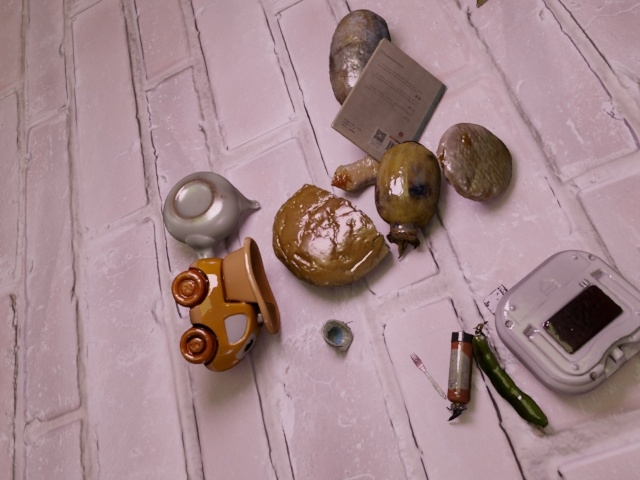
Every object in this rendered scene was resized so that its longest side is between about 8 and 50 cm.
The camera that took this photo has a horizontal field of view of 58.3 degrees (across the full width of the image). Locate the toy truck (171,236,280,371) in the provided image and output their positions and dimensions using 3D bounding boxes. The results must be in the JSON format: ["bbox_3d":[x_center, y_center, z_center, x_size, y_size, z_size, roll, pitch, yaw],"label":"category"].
[{"bbox_3d":[-0.217,0.152,1.330,0.211,0.204,0.288,-14,82,3],"label":"toy truck"}]

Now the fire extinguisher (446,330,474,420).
[{"bbox_3d":[0.283,0.278,1.171,0.062,0.050,0.177,-28,46,58],"label":"fire extinguisher"}]

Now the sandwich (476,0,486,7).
[{"bbox_3d":[0.445,-0.674,1.558,0.044,0.031,0.083,-4,67,26],"label":"sandwich"}]

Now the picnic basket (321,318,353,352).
[{"bbox_3d":[0.040,0.211,1.287,0.065,0.083,0.083,-58,14,-26],"label":"picnic basket"}]

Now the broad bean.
[{"bbox_3d":[0.363,0.270,1.131,0.069,0.039,0.227,-46,66,40],"label":"broad bean"}]

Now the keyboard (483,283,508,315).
[{"bbox_3d":[0.417,0.179,1.180,0.060,0.018,0.195,-40,58,8],"label":"keyboard"}]

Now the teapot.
[{"bbox_3d":[-0.318,-0.023,1.503,0.219,0.149,0.318,16,72,21],"label":"teapot"}]

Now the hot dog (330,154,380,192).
[{"bbox_3d":[0.097,-0.166,1.447,0.168,0.061,0.078,-21,91,-10],"label":"hot dog"}]

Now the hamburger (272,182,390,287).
[{"bbox_3d":[0.000,0.000,1.371,0.308,0.132,0.211,38,82,30],"label":"hamburger"}]

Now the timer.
[{"bbox_3d":[0.488,0.149,1.108,0.262,0.087,0.237,-38,59,-6],"label":"timer"}]

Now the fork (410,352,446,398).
[{"bbox_3d":[0.228,0.286,1.212,0.016,0.012,0.115,-41,63,5],"label":"fork"}]

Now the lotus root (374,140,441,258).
[{"bbox_3d":[0.199,-0.100,1.330,0.154,0.154,0.278,4,74,24],"label":"lotus root"}]

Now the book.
[{"bbox_3d":[0.174,-0.338,1.435,0.214,0.025,0.283,35,75,-12],"label":"book"}]

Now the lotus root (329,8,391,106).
[{"bbox_3d":[0.109,-0.467,1.523,0.174,0.175,0.350,-4,71,21],"label":"lotus root"}]

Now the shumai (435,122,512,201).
[{"bbox_3d":[0.333,-0.173,1.321,0.201,0.120,0.202,7,72,-22],"label":"shumai"}]
